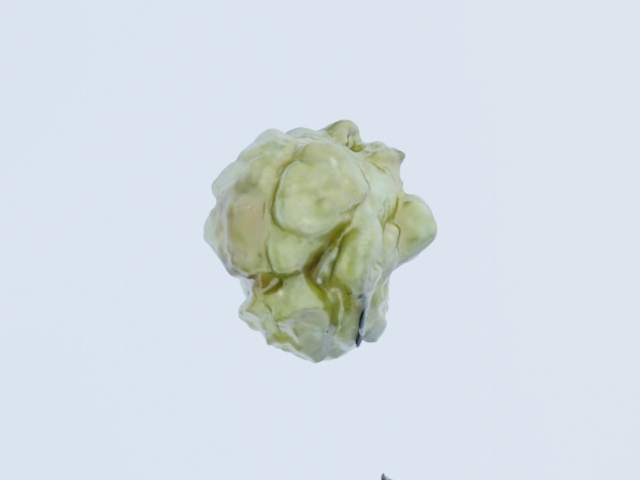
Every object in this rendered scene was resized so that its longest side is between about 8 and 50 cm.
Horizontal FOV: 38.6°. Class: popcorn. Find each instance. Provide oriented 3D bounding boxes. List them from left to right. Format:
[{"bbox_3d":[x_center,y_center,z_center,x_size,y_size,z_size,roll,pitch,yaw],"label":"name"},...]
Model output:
[{"bbox_3d":[0.000,0.000,0.959,0.252,0.215,0.286,-62,-18,-15],"label":"popcorn"}]

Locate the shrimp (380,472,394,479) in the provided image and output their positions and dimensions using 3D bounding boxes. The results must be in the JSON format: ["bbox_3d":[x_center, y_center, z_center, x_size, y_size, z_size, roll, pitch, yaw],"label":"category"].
[{"bbox_3d":[0.094,0.331,1.175,0.262,0.117,0.066,37,-146,-65],"label":"shrimp"}]
